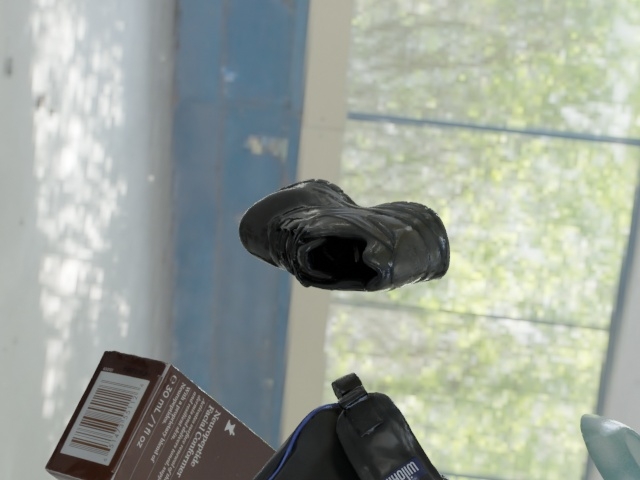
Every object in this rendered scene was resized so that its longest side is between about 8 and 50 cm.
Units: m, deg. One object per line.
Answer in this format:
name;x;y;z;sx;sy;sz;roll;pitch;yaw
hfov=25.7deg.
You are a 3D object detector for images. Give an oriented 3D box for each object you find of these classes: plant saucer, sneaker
plant saucer;0.407;0.294;1.794;0.037;0.195;0.195;-40;-167;19
sneaker;0.000;0.000;1.534;0.130;0.286;0.109;-22;108;-42

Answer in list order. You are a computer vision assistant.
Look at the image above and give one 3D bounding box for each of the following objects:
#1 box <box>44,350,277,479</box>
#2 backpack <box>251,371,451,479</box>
box;-0.189;0.333;1.976;0.381;0.143;0.191;47;60;-44
backpack;0.036;0.304;1.163;0.276;0.263;0.213;-50;167;-21
